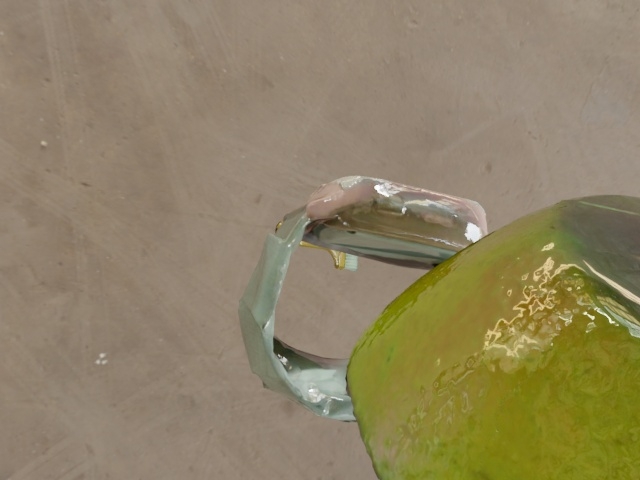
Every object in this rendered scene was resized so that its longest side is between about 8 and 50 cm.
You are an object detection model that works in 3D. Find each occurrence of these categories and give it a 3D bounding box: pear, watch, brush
[{"bbox_3d":[0.222,0.084,0.475,0.398,0.399,0.165,20,116,10],"label":"pear"},{"bbox_3d":[0.047,0.068,0.764,0.253,0.161,0.241,11,79,-16],"label":"watch"},{"bbox_3d":[0.000,0.000,1.135,0.010,0.218,0.083,2,85,36],"label":"brush"}]
